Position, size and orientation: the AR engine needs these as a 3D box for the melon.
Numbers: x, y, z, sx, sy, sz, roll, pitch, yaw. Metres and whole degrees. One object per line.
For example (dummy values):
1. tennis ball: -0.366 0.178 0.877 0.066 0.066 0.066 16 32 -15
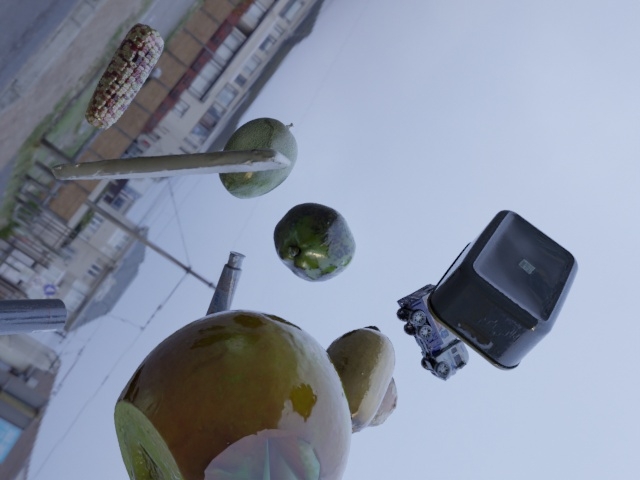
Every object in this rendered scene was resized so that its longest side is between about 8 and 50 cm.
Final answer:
1. melon: -0.121 -0.169 1.276 0.192 0.139 0.139 -47 -161 -7

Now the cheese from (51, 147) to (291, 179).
1. cheese: -0.249 -0.122 1.047 0.400 0.034 0.085 -2 -177 14

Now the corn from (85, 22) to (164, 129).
1. corn: -0.434 -0.360 1.405 0.253 0.086 0.086 -59 -160 -4

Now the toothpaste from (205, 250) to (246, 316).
1. toothpaste: -0.289 0.149 1.941 0.089 0.057 0.234 25 -82 34

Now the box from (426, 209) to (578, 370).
1. box: 0.247 0.056 0.841 0.201 0.144 0.090 -40 165 -46

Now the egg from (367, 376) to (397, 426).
1. egg: 0.098 0.402 1.716 0.233 0.195 0.195 31 -99 37

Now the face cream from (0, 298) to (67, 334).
1. face cream: -0.662 0.158 1.301 0.073 0.283 0.073 -3 -94 35

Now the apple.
1. apple: -0.131 0.304 0.986 0.384 0.374 0.374 -51 -160 4

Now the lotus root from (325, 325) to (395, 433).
1. lotus root: 0.067 0.260 1.249 0.146 0.131 0.303 -2 -154 20

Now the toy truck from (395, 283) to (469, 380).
1. toy truck: 0.355 0.279 1.944 0.155 0.268 0.124 -28 -173 -13

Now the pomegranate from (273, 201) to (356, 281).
1. pomegranate: -0.011 0.012 1.750 0.204 0.222 0.276 -42 167 -3
